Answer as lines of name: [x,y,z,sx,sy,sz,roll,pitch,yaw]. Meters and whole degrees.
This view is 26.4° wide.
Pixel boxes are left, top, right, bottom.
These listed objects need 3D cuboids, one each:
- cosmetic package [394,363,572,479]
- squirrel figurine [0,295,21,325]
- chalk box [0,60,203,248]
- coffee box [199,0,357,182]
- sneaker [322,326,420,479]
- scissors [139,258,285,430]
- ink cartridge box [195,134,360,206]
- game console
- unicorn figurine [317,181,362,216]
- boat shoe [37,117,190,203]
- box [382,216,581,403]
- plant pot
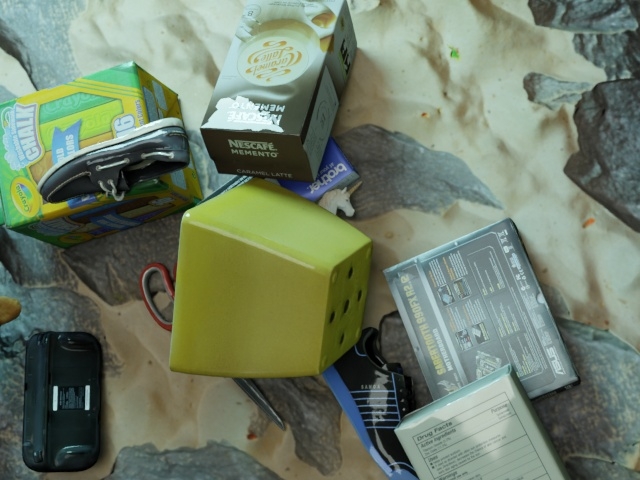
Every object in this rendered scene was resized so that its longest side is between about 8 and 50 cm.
cosmetic package: [0.233,0.325,1.655,0.160,0.113,0.309,-27,87,9]
squirrel figurine: [-0.591,0.033,1.831,0.370,0.281,0.397,35,128,11]
chalk box: [-0.338,-0.103,1.875,0.289,0.179,0.180,-17,77,11]
coffee box: [-0.051,-0.206,1.809,0.141,0.098,0.246,5,55,16]
sneaker: [0.090,0.220,1.759,0.090,0.081,0.232,-38,72,13]
scissors: [-0.153,0.150,1.870,0.109,0.021,0.297,-29,76,6]
ink cartridge box: [-0.058,-0.068,1.865,0.207,0.046,0.097,-36,75,6]
game console: [-0.337,0.294,1.847,0.213,0.044,0.361,3,66,-15]
unicorn figurine: [0.000,0.000,1.829,0.162,0.060,0.111,-25,81,8]
boat shoe: [-0.259,-0.086,1.720,0.206,0.075,0.065,-24,72,6]
box: [0.207,0.111,1.759,0.183,0.056,0.231,-24,76,11]
plant pot: [-0.051,0.060,1.715,0.187,0.212,0.212,14,110,21]
